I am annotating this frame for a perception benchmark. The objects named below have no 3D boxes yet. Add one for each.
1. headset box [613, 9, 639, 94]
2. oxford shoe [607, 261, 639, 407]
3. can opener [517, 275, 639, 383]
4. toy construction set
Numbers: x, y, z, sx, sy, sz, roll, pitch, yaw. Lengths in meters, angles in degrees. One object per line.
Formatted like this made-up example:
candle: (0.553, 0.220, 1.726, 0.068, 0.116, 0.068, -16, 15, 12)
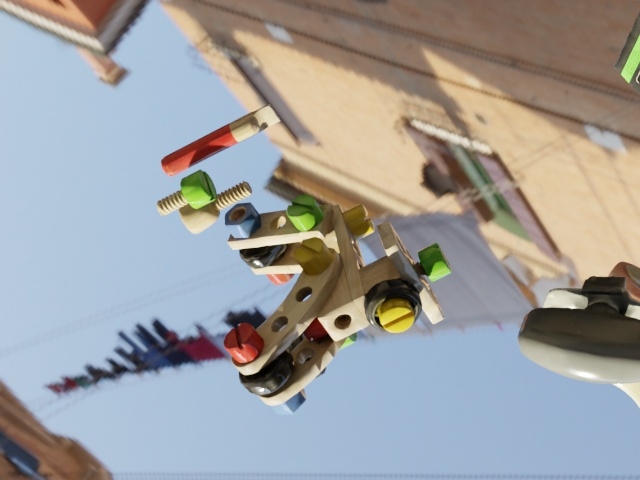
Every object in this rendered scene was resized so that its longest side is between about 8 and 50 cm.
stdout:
headset box: (0.435, -0.190, 1.098, 0.131, 0.246, 0.283, -15, -125, -24)
oxford shoe: (0.463, 0.185, 1.399, 0.146, 0.397, 0.140, -51, -171, 20)
can opener: (0.277, 0.072, 0.774, 0.280, 0.074, 0.093, -1, -147, 24)
toy construction set: (0.000, 0.000, 1.230, 0.237, 0.308, 0.257, -26, -167, 17)
